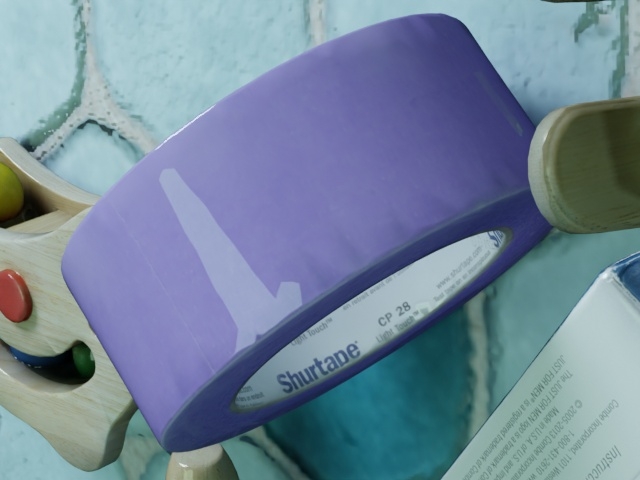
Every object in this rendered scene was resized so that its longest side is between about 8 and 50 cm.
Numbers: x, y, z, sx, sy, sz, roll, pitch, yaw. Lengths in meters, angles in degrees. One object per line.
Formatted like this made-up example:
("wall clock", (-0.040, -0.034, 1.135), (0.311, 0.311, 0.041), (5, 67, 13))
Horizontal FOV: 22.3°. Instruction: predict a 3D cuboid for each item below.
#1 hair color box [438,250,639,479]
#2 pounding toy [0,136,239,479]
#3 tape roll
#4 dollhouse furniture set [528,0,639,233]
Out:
("hair color box", (0.197, 0.175, 0.561), (0.347, 0.105, 0.174), (50, 132, 21))
("pounding toy", (-0.136, 0.037, 0.804), (0.269, 0.155, 0.154), (31, 128, 34))
("tape roll", (0.000, 0.000, 0.637), (0.189, 0.189, 0.080), (-44, 72, 43))
("dollhouse furniture set", (0.115, -0.114, 0.418), (0.212, 0.161, 0.242), (-5, 93, 59))
